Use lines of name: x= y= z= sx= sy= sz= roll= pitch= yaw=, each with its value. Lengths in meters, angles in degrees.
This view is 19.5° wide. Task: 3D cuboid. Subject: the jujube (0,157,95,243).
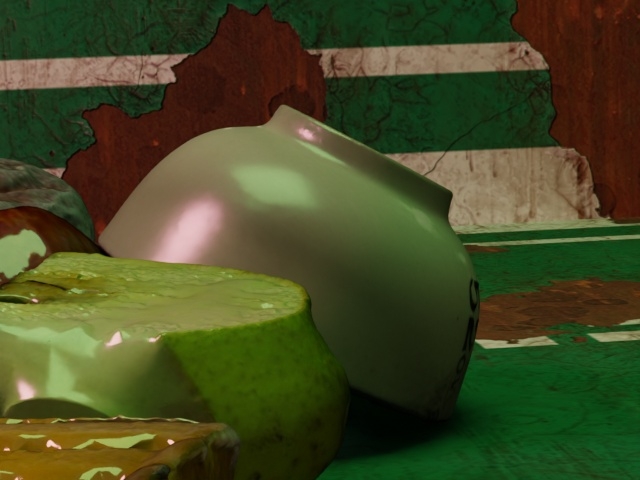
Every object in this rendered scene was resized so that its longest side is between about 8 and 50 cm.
jujube: x=-0.391 y=0.028 z=2.037 sx=0.246 sy=0.215 sz=0.308 roll=33 pitch=24 yaw=36

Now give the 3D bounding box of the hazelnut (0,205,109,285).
hazelnut: x=-0.253 y=0.076 z=1.595 sx=0.234 sy=0.218 sz=0.218 roll=-9 pitch=9 yaw=-44

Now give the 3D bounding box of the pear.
pear: x=-0.114 y=0.119 z=1.352 sx=0.282 sy=0.176 sz=0.286 roll=1 pitch=11 yaw=10

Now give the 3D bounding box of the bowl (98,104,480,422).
bowl: x=0.000 y=0.000 z=1.648 sx=0.354 sy=0.185 sz=0.354 roll=27 pitch=3 yaw=-1

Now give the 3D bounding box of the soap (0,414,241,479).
soap: x=-0.226 y=0.175 z=0.949 sx=0.335 sy=0.156 sz=0.293 roll=-1 pitch=4 yaw=8
